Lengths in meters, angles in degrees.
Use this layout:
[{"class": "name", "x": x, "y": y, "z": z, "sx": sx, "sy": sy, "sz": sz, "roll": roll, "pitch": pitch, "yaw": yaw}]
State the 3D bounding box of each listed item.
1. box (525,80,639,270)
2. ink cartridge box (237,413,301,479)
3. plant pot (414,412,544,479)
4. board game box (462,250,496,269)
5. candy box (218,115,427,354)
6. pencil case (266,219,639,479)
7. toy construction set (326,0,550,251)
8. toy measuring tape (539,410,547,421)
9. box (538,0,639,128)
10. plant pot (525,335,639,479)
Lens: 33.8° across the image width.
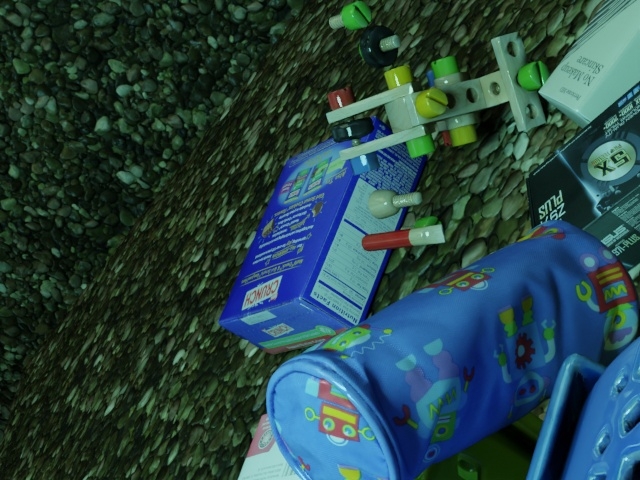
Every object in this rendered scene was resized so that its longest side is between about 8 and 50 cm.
[{"class": "box", "x": 0.303, "y": -0.054, "z": 1.073, "sx": 0.180, "sy": 0.078, "sz": 0.147, "roll": -43, "pitch": 26, "yaw": 34}, {"class": "ink cartridge box", "x": -0.022, "y": 0.333, "z": 1.202, "sx": 0.207, "sy": 0.117, "sz": 0.283, "roll": -27, "pitch": 36, "yaw": 53}, {"class": "plant pot", "x": 0.111, "y": 0.252, "z": 0.886, "sx": 0.228, "sy": 0.227, "sz": 0.207, "roll": -36, "pitch": 24, "yaw": 46}, {"class": "board game box", "x": 0.145, "y": 0.114, "z": 1.234, "sx": 0.193, "sy": 0.045, "sz": 0.146, "roll": -33, "pitch": 32, "yaw": 48}, {"class": "candy box", "x": 0.000, "y": 0.000, "z": 1.609, "sx": 0.268, "sy": 0.122, "sz": 0.317, "roll": -19, "pitch": 42, "yaw": 57}, {"class": "pencil case", "x": 0.107, "y": 0.089, "z": 0.772, "sx": 0.306, "sy": 0.133, "sz": 0.119, "roll": -24, "pitch": 15, "yaw": -36}, {"class": "toy construction set", "x": 0.164, "y": -0.141, "z": 1.359, "sx": 0.237, "sy": 0.257, "sz": 0.308, "roll": -6, "pitch": 74, "yaw": 49}, {"class": "toy measuring tape", "x": 0.300, "y": 0.109, "z": 0.845, "sx": 0.121, "sy": 0.121, "sz": 0.330, "roll": -69, "pitch": 9, "yaw": -26}, {"class": "box", "x": 0.371, "y": -0.239, "z": 1.153, "sx": 0.275, "sy": 0.094, "sz": 0.113, "roll": -54, "pitch": 21, "yaw": 8}, {"class": "plant pot", "x": 0.249, "y": 0.191, "z": 0.653, "sx": 0.212, "sy": 0.236, "sz": 0.236, "roll": -29, "pitch": 36, "yaw": 61}]
